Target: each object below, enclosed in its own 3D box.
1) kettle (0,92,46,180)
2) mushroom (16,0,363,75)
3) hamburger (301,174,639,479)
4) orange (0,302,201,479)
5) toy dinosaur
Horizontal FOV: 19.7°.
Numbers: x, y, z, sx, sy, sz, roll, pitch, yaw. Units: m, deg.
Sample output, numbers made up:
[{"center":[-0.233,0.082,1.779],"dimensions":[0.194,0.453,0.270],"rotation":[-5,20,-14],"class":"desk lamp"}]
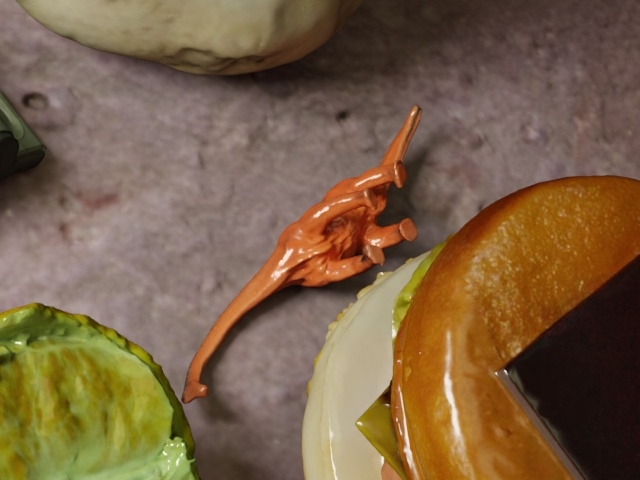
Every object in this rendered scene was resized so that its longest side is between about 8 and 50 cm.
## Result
[{"center":[-0.259,-0.086,1.132],"dimensions":[0.098,0.127,0.148],"rotation":[-41,82,-1],"class":"kettle"},{"center":[-0.069,-0.260,1.141],"dimensions":[0.314,0.336,0.314],"rotation":[2,85,-23],"class":"mushroom"},{"center":[0.135,0.111,1.073],"dimensions":[0.291,0.225,0.291],"rotation":[9,65,-19],"class":"hamburger"},{"center":[-0.136,0.163,0.978],"dimensions":[0.179,0.158,0.237],"rotation":[-22,71,-33],"class":"orange"},{"center":[0.003,0.005,1.178],"dimensions":[0.055,0.101,0.279],"rotation":[56,46,-13],"class":"toy dinosaur"}]
